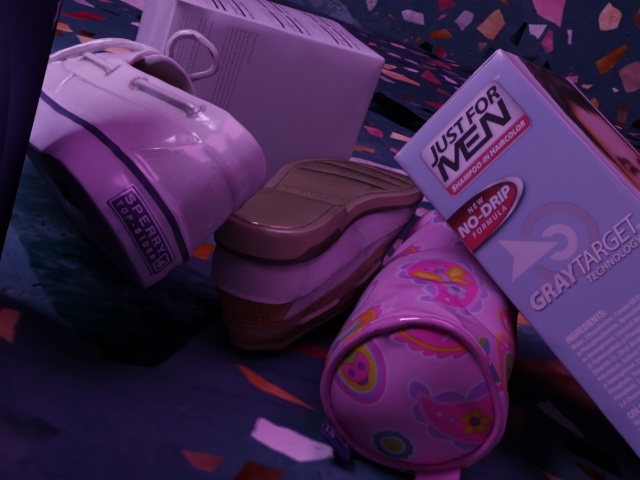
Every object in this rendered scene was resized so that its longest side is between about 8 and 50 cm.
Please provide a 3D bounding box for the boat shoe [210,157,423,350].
[{"bbox_3d":[0.000,0.000,0.715,0.113,0.103,0.302,18,20,23],"label":"boat shoe"}]

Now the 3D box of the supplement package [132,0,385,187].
[{"bbox_3d":[-0.081,-0.133,0.838,0.203,0.194,0.149,10,23,-24],"label":"supplement package"}]

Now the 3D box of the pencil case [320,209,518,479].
[{"bbox_3d":[0.090,0.063,0.634,0.124,0.124,0.284,23,22,7],"label":"pencil case"}]

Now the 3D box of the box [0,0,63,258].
[{"bbox_3d":[-0.259,-0.069,0.394,0.182,0.294,0.296,21,22,-3],"label":"box"}]

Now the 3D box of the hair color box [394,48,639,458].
[{"bbox_3d":[0.238,0.042,0.616,0.374,0.113,0.185,53,25,18],"label":"hair color box"}]

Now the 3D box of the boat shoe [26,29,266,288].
[{"bbox_3d":[-0.142,-0.094,0.645,0.156,0.136,0.367,-34,29,-16],"label":"boat shoe"}]
